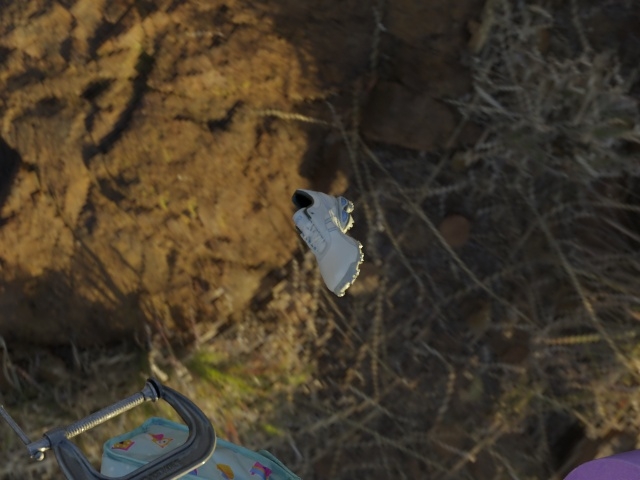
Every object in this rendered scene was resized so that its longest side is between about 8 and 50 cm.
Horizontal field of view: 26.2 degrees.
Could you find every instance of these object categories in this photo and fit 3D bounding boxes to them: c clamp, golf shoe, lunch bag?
[{"bbox_3d":[-0.175,0.162,1.175,0.160,0.137,0.022,-18,144,-33],"label":"c clamp"},{"bbox_3d":[0.000,0.000,1.708,0.086,0.176,0.069,24,117,-24],"label":"golf shoe"},{"bbox_3d":[-0.146,0.369,1.739,0.262,0.160,0.224,13,103,18],"label":"lunch bag"}]

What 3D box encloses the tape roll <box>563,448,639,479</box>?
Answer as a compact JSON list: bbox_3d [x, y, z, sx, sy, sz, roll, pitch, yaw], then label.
[{"bbox_3d":[0.325,0.333,1.290,0.090,0.275,0.275,-6,111,-28],"label":"tape roll"}]
